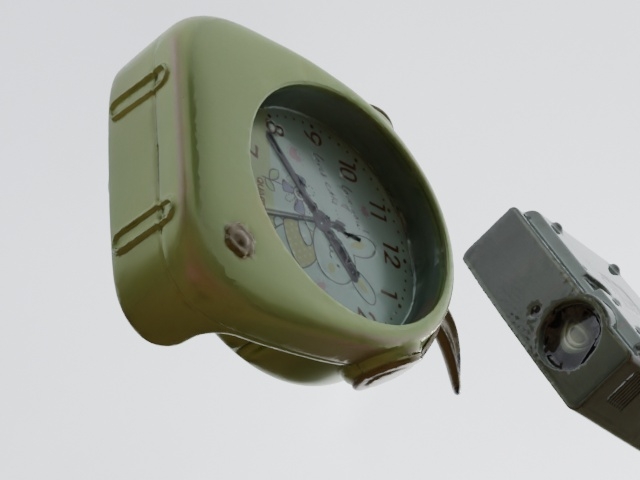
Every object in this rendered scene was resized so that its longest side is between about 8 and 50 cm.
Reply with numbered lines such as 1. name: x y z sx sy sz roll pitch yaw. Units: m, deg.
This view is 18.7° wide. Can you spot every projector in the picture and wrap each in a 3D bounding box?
1. projector: 0.166 0.055 1.181 0.061 0.147 0.115 -47 -46 13

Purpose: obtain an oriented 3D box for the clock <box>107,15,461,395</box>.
1. clock: 0.000 0.000 0.969 0.232 0.170 0.069 26 -45 -37
